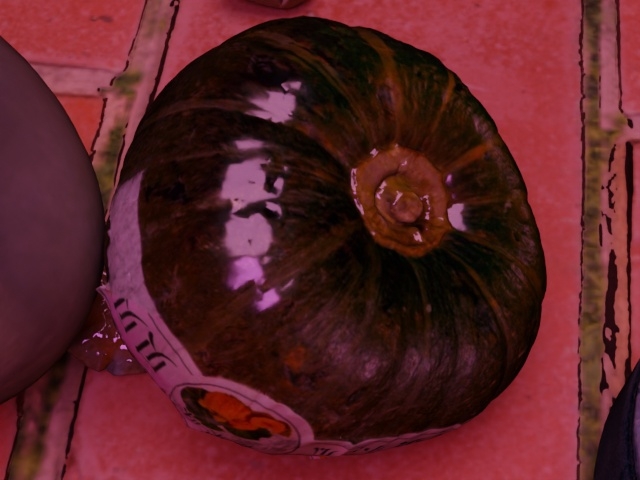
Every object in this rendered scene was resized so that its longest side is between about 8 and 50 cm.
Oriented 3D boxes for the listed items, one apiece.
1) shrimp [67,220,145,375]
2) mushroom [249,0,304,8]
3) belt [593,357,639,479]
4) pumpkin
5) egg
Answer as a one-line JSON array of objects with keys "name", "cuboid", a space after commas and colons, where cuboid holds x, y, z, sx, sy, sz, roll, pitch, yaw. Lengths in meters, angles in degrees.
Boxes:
[{"name": "shrimp", "cuboid": [-0.090, 0.014, 0.836, 0.190, 0.042, 0.101, -35, 82, -22]}, {"name": "mushroom", "cuboid": [-0.032, -0.284, 1.006, 0.116, 0.093, 0.225, 23, 51, -8]}, {"name": "belt", "cuboid": [0.255, 0.150, 0.686, 0.206, 0.116, 0.267, 6, 53, 0]}, {"name": "pumpkin", "cuboid": [-0.002, 0.001, 0.749, 0.260, 0.189, 0.260, 9, 72, -31]}, {"name": "egg", "cuboid": [-0.281, -0.035, 0.738, 0.352, 0.258, 0.258, 32, 62, 19]}]
